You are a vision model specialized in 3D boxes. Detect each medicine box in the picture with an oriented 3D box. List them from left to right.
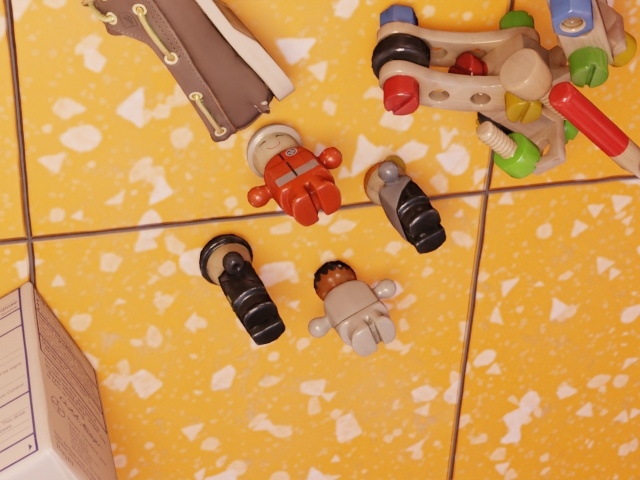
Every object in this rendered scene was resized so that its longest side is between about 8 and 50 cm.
[{"bbox_3d":[-0.346,0.221,1.165,0.263,0.289,0.149,-29,123,0],"label":"medicine box"}]

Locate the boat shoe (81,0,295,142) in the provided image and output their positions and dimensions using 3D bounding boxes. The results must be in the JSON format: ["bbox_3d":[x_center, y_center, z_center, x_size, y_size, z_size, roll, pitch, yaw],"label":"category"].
[{"bbox_3d":[-0.151,-0.213,1.076,0.096,0.116,0.324,-41,130,5],"label":"boat shoe"}]

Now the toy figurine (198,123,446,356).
[{"bbox_3d":[0.000,0.000,1.244,0.209,0.148,0.213,9,115,-30],"label":"toy figurine"}]

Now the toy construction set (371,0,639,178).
[{"bbox_3d":[0.221,-0.148,1.143,0.257,0.309,0.237,-43,129,19],"label":"toy construction set"}]
